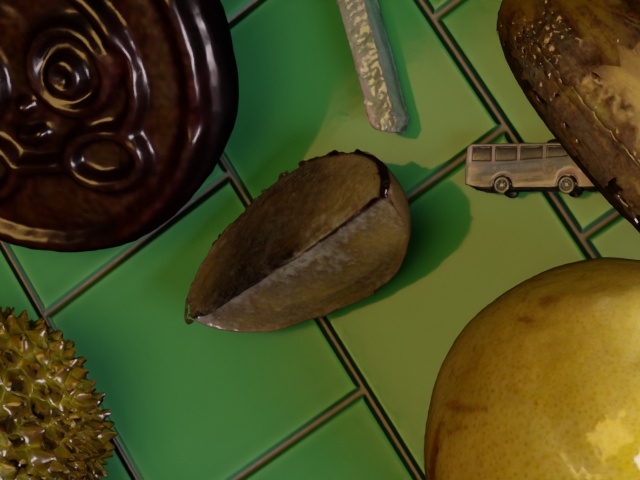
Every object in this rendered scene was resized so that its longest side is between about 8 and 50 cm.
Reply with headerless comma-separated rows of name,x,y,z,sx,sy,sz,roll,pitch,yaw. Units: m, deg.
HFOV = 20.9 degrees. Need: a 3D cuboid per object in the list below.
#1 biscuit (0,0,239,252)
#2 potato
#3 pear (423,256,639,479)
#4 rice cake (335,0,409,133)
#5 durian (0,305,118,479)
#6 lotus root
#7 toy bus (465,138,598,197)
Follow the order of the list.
biscuit,-0.272,-0.170,1.630,0.407,0.091,0.408,11,120,21
potato,0.000,0.002,1.624,0.261,0.100,0.120,-32,37,31
pear,0.229,0.166,1.403,0.314,0.314,0.314,-1,87,22
rice cake,0.040,-0.198,1.626,0.034,0.043,0.211,-19,81,27
durian,-0.324,0.209,1.651,0.258,0.258,0.293,-7,111,21
lotus root,0.302,-0.097,1.435,0.179,0.196,0.397,-46,71,19
toy bus,0.196,-0.065,1.562,0.130,0.037,0.052,0,83,23
